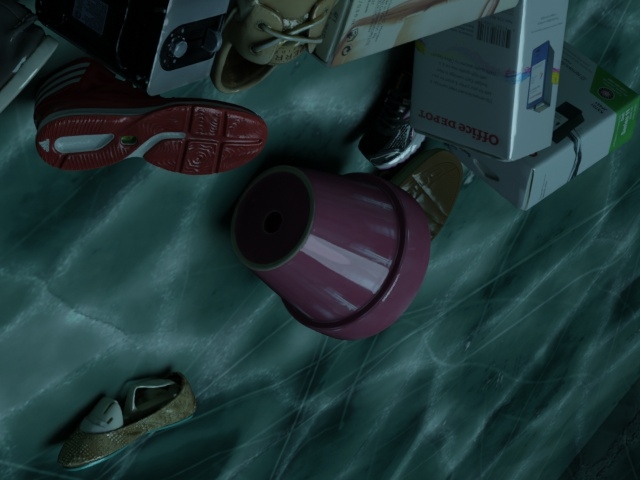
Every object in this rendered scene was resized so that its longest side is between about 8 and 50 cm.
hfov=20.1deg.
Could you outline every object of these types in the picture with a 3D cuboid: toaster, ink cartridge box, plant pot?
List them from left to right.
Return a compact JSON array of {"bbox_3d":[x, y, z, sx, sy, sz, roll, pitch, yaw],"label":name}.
[{"bbox_3d":[-0.161,-0.239,1.578,0.110,0.185,0.168,-18,133,-49],"label":"toaster"},{"bbox_3d":[0.000,0.000,2.123,0.180,0.201,0.201,26,105,-47],"label":"plant pot"},{"bbox_3d":[0.191,-0.215,2.072,0.093,0.154,0.212,-20,122,-45],"label":"ink cartridge box"},{"bbox_3d":[0.291,-0.154,2.369,0.208,0.153,0.087,-34,150,-27],"label":"ink cartridge box"}]

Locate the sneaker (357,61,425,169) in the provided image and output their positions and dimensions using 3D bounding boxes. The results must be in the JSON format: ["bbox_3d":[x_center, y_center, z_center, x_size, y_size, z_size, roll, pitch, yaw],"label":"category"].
[{"bbox_3d":[0.103,-0.172,2.179,0.178,0.072,0.077,-52,142,-9],"label":"sneaker"}]

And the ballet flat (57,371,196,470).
[{"bbox_3d":[-0.239,0.212,2.193,0.206,0.073,0.067,-25,118,-42],"label":"ballet flat"}]

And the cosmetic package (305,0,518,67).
[{"bbox_3d":[0.081,-0.299,1.867,0.296,0.153,0.129,-21,144,-39],"label":"cosmetic package"}]

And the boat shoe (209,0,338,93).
[{"bbox_3d":[-0.032,-0.219,1.665,0.121,0.110,0.341,-10,174,-19],"label":"boat shoe"}]

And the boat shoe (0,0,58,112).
[{"bbox_3d":[-0.369,-0.083,1.580,0.335,0.095,0.112,-47,-171,7],"label":"boat shoe"}]

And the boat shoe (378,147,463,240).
[{"bbox_3d":[0.069,-0.010,2.328,0.285,0.089,0.104,-49,127,-2],"label":"boat shoe"}]

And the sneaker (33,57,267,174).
[{"bbox_3d":[-0.166,-0.132,1.723,0.221,0.128,0.087,2,130,-19],"label":"sneaker"}]
